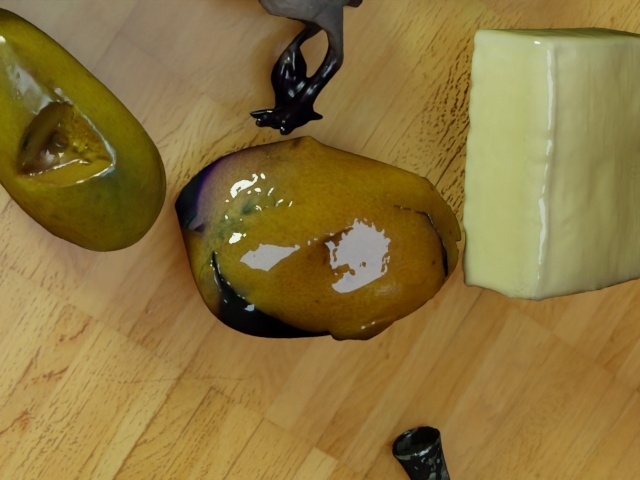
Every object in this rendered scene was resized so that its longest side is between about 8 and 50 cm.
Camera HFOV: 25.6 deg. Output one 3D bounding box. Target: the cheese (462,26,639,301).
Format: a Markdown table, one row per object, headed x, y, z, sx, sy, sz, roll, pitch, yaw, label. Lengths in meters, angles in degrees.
| x | y | z | sx | sy | sz | roll | pitch | yaw | label |
| --- | --- | --- | --- | --- | --- | --- | --- | --- | --- |
| 0.262 | -0.086 | 1.475 | 0.243 | 0.124 | 0.265 | -11 | 106 | -49 | cheese |

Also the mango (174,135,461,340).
| x | y | z | sx | sy | sz | roll | pitch | yaw | label |
| --- | --- | --- | --- | --- | --- | --- | --- | --- | --- |
| 0.000 | 0.000 | 1.412 | 0.287 | 0.152 | 0.201 | 9 | 101 | -22 | mango |

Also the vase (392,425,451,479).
| x | y | z | sx | sy | sz | roll | pitch | yaw | label |
| --- | --- | --- | --- | --- | --- | --- | --- | --- | --- |
| 0.135 | 0.292 | 1.575 | 0.059 | 0.059 | 0.167 | -28 | 110 | -14 | vase |

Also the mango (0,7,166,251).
| x | y | z | sx | sy | sz | roll | pitch | yaw | label |
| --- | --- | --- | --- | --- | --- | --- | --- | --- | --- |
| -0.247 | -0.101 | 1.300 | 0.130 | 0.167 | 0.262 | -48 | 110 | -21 | mango |

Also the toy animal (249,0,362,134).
| x | y | z | sx | sy | sz | roll | pitch | yaw | label |
| --- | --- | --- | --- | --- | --- | --- | --- | --- | --- |
| -0.027 | -0.246 | 1.332 | 0.195 | 0.090 | 0.324 | -58 | 148 | -32 | toy animal |
